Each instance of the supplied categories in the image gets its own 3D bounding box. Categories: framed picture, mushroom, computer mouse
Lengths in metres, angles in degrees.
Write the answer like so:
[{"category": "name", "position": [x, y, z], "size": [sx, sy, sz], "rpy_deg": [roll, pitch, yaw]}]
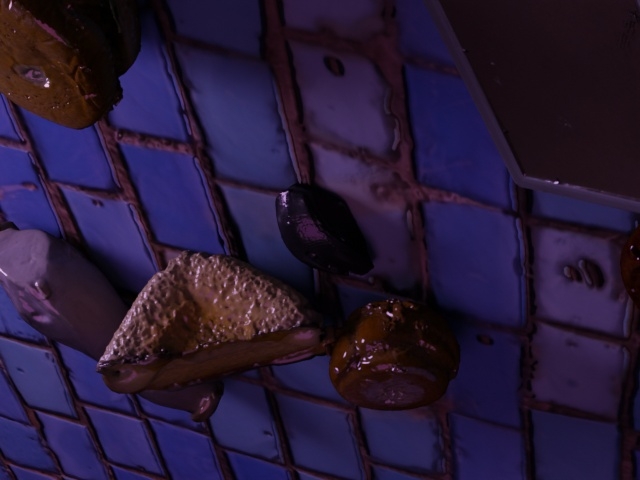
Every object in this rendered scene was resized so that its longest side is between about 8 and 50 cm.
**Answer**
[{"category": "framed picture", "position": [0.193, -0.130, 1.108], "size": [0.232, 0.019, 0.296], "rpy_deg": [17, 149, 44]}, {"category": "mushroom", "position": [-0.252, 0.106, 1.700], "size": [0.351, 0.097, 0.109], "rpy_deg": [41, 146, -28]}, {"category": "computer mouse", "position": [0.000, 0.000, 1.430], "size": [0.079, 0.047, 0.135], "rpy_deg": [-5, 137, 39]}]

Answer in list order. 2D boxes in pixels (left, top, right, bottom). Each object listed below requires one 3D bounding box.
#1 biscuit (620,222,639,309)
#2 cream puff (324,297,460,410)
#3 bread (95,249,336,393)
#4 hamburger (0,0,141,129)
[{"category": "biscuit", "position": [0.354, 0.033, 1.243], "size": [0.192, 0.049, 0.192], "rpy_deg": [20, 152, 11]}, {"category": "cream puff", "position": [0.078, 0.115, 1.481], "size": [0.126, 0.103, 0.144], "rpy_deg": [30, 145, -35]}, {"category": "bread", "position": [-0.120, 0.077, 1.532], "size": [0.251, 0.133, 0.174], "rpy_deg": [-16, 166, 9]}, {"category": "hamburger", "position": [-0.245, -0.198, 1.260], "size": [0.189, 0.122, 0.215], "rpy_deg": [19, 150, 22]}]
